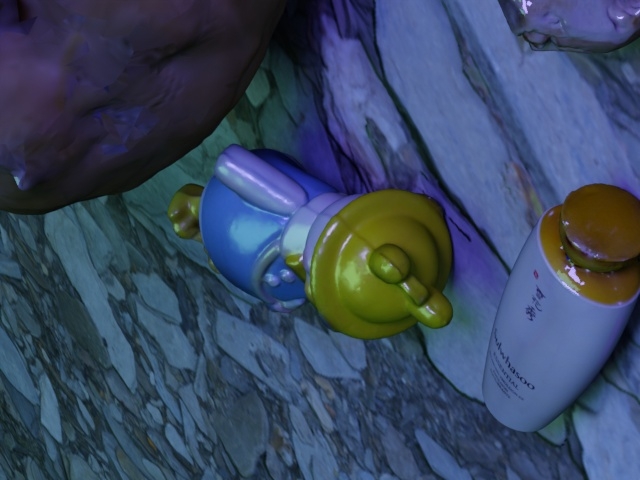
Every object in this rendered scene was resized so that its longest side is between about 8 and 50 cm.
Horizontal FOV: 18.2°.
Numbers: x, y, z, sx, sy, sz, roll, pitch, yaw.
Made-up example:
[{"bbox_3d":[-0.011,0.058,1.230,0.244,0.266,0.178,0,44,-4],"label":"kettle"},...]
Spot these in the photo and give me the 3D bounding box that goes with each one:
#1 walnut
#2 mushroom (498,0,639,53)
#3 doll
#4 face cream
[{"bbox_3d":[-0.193,-0.196,1.129,0.383,0.383,0.384,44,148,37],"label":"walnut"},{"bbox_3d":[0.097,-0.178,0.870,0.116,0.093,0.225,23,132,25],"label":"mushroom"},{"bbox_3d":[-0.001,0.000,1.218,0.241,0.098,0.135,23,128,57],"label":"doll"},{"bbox_3d":[0.127,0.039,1.060,0.072,0.051,0.182,57,153,24],"label":"face cream"}]
